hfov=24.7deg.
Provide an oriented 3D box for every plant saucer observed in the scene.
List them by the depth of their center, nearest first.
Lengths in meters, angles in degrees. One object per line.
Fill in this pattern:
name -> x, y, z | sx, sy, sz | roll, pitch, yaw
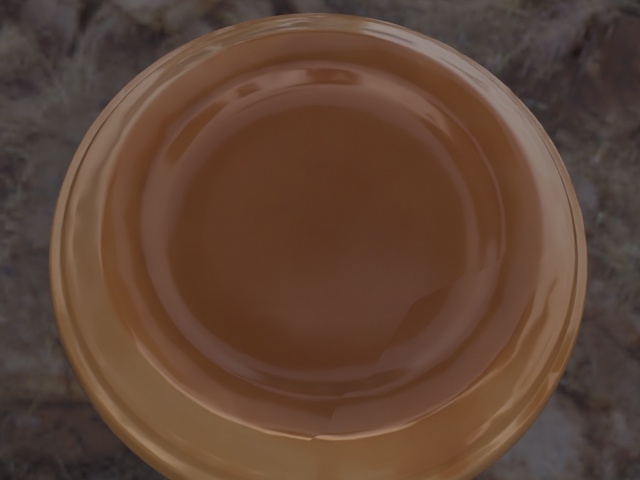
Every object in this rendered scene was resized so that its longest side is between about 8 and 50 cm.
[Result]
plant saucer -> 0.000, 0.000, 0.530 | 0.200, 0.037, 0.199 | 1, 67, -2
